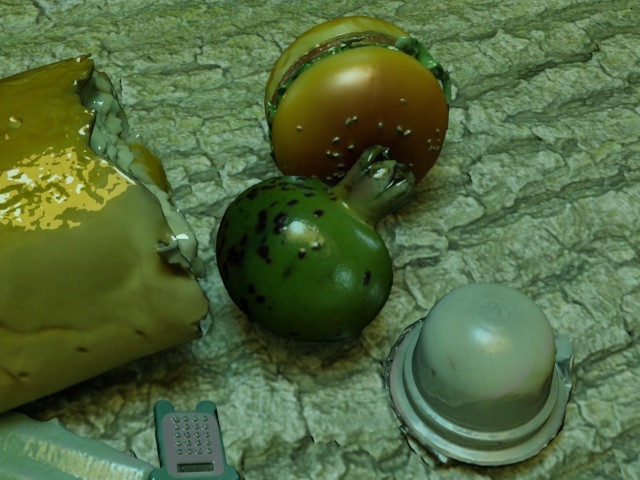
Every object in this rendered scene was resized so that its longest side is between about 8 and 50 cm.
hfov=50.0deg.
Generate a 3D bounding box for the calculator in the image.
[{"bbox_3d":[-0.128,0.223,0.689,0.094,0.019,0.141,7,45,-29],"label":"calculator"}]

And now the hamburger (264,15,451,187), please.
[{"bbox_3d":[0.051,-0.143,0.848,0.246,0.246,0.170,-6,44,-8],"label":"hamburger"}]

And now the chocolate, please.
[{"bbox_3d":[0.181,0.120,0.722,0.221,0.147,0.221,4,51,-4],"label":"chocolate"}]

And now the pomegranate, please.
[{"bbox_3d":[0.000,0.000,0.751,0.248,0.202,0.202,-48,62,13],"label":"pomegranate"}]

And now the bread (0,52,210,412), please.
[{"bbox_3d":[-0.339,-0.017,0.710,0.394,0.250,0.361,-17,48,-15],"label":"bread"}]

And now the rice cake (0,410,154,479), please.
[{"bbox_3d":[-0.290,0.237,0.673,0.237,0.043,0.127,15,53,7],"label":"rice cake"}]
